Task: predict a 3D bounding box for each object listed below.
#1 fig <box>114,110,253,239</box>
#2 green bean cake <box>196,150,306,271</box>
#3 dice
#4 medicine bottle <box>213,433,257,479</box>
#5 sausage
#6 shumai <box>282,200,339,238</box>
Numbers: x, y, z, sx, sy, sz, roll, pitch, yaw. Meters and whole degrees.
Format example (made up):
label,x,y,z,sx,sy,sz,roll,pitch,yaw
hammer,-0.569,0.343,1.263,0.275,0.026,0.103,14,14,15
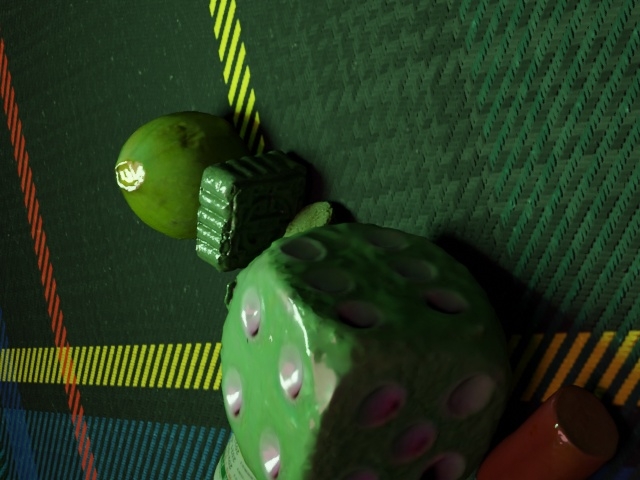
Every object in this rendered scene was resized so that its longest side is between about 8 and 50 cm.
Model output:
label,x,y,z,sx,sy,sz,roll,pitch,yaw
fig,-0.254,-0.115,1.990,0.239,0.271,0.239,3,94,43
green bean cake,-0.116,-0.048,1.895,0.094,0.185,0.183,34,125,40
dice,0.058,0.178,1.583,0.322,0.318,0.330,50,134,49
medicine bottle,-0.076,0.416,1.970,0.208,0.208,0.340,54,138,28
sausage,0.295,0.303,1.517,0.113,0.113,0.259,59,143,23
shumai,0.001,0.000,1.853,0.099,0.124,0.087,-19,126,36
